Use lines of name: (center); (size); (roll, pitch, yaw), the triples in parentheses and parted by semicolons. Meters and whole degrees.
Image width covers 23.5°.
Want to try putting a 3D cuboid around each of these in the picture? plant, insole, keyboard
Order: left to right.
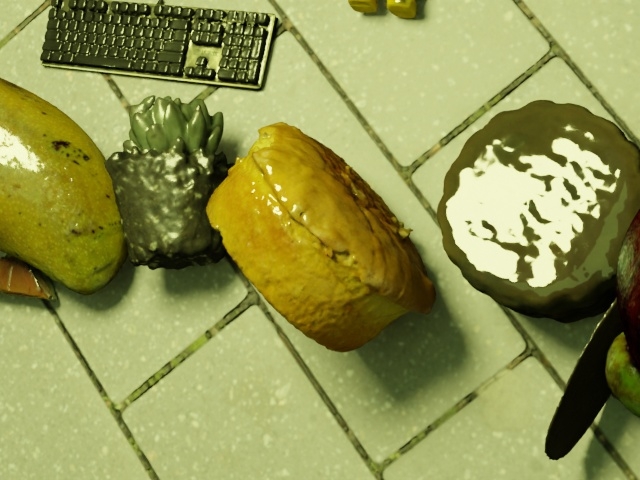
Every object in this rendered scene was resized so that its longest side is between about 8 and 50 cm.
keyboard: (-0.205, -0.250, 1.891); (0.317, 0.027, 0.106); (8, 82, 24)
plant: (-0.169, -0.067, 1.781); (0.129, 0.132, 0.194); (-5, 81, 18)
insole: (0.313, 0.080, 1.566); (0.007, 0.111, 0.327); (28, 85, 33)

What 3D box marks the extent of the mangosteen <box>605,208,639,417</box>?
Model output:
mangosteen: (0.413, 0.073, 1.425); (0.330, 0.330, 0.330); (-5, 77, 21)

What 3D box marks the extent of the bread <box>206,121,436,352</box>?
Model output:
bread: (0.000, 0.000, 1.634); (0.146, 0.268, 0.268); (-44, 66, 12)

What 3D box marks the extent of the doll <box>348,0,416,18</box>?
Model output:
doll: (0.099, -0.417, 1.764); (0.145, 0.103, 0.316); (9, 90, 39)

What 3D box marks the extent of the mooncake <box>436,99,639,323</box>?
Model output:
mooncake: (0.244, -0.026, 1.610); (0.228, 0.124, 0.228); (-7, 70, 21)

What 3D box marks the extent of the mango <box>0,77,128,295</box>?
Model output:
mango: (-0.358, -0.077, 1.842); (0.329, 0.176, 0.176); (32, 123, 23)

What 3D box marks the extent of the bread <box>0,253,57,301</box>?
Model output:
bread: (-0.366, 0.040, 1.882); (0.109, 0.043, 0.062); (9, 83, 25)
